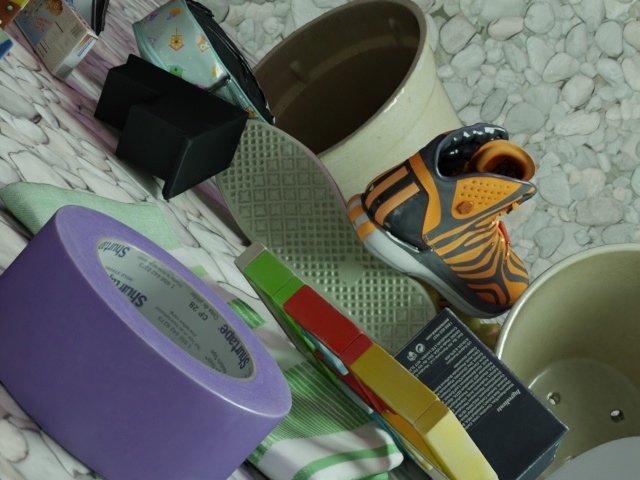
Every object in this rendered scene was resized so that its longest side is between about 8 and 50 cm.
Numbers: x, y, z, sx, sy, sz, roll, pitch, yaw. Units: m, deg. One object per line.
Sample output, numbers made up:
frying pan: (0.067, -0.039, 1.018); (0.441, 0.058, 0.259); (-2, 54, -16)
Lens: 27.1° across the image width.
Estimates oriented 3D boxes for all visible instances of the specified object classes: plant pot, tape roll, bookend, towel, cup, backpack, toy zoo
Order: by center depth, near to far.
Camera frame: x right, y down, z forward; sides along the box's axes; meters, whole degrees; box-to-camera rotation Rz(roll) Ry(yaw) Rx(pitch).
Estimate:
tape roll: (-0.113, 0.069, 0.817); (0.189, 0.080, 0.189); (40, 10, -9)
towel: (-0.082, 0.076, 1.046); (0.325, 0.038, 0.248); (45, 10, 16)
toy zoo: (0.056, 0.132, 1.096); (0.293, 0.030, 0.192); (39, -12, 38)
bookend: (-0.182, -0.125, 1.415); (0.156, 0.072, 0.157); (27, 23, 10)
cup: (0.329, 0.194, 1.501); (0.331, 0.331, 0.237); (43, -17, 8)
backpack: (-0.158, -0.199, 1.613); (0.188, 0.144, 0.166); (63, 2, -25)
plant pot: (0.079, -0.115, 1.837); (0.305, 0.334, 0.334); (49, 4, -33)

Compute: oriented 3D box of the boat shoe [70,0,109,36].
boat shoe: (-0.250, -0.383, 1.626); (0.105, 0.306, 0.113); (5, 18, -16)

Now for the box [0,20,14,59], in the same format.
box: (-0.310, -0.164, 0.973); (0.178, 0.109, 0.042); (48, 7, 32)

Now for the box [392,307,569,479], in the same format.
box: (0.139, 0.166, 1.241); (0.158, 0.093, 0.156); (45, -10, 18)

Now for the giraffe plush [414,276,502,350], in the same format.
giraffe plush: (0.152, 0.083, 1.671); (0.210, 0.181, 0.170); (47, 23, -53)

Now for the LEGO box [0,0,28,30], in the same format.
LEGO box: (-0.481, -0.453, 1.326); (0.500, 0.193, 0.372); (38, 11, -27)

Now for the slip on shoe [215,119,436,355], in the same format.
slip on shoe: (0.000, 0.000, 1.523); (0.331, 0.123, 0.101); (46, -4, -2)

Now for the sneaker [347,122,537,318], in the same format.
sneaker: (0.189, -0.020, 1.502); (0.321, 0.180, 0.124); (23, 35, -50)

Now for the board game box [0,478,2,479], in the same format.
board game box: (-0.215, 0.066, 0.570); (0.154, 0.026, 0.103); (45, 10, 16)

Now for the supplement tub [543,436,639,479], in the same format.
supplement tub: (0.261, 0.299, 0.807); (0.331, 0.241, 0.241); (41, 9, -13)

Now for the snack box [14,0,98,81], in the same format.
snack box: (-0.310, -0.252, 1.511); (0.022, 0.064, 0.178); (30, 15, -46)
